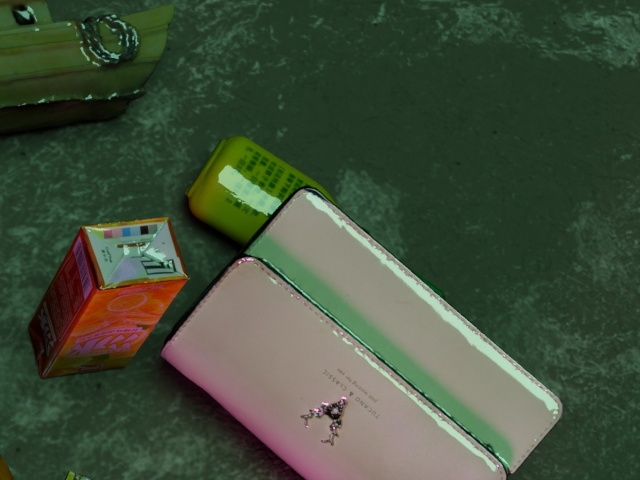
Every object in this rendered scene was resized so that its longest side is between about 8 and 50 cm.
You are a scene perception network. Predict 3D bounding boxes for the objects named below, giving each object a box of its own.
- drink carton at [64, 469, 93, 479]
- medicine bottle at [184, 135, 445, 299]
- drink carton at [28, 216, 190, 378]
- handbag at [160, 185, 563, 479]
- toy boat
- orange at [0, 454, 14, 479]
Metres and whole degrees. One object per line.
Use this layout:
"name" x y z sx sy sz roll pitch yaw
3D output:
"drink carton" -0.229 0.288 1.629 0.071 0.056 0.165 29 24 -11
"medicine bottle" 0.000 0.000 1.909 0.309 0.076 0.111 33 67 -4
"drink carton" -0.212 0.060 1.700 0.096 0.223 0.071 -6 66 -27
"handbag" 0.041 0.143 1.783 0.358 0.160 0.236 41 89 1
"toy boat" -0.356 -0.193 1.837 0.446 0.136 0.162 -11 73 -32
"orange" -0.393 0.278 1.504 0.284 0.226 0.283 3 67 -7
